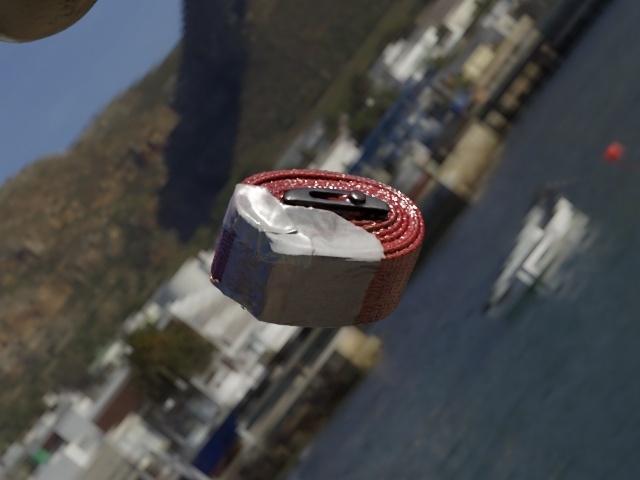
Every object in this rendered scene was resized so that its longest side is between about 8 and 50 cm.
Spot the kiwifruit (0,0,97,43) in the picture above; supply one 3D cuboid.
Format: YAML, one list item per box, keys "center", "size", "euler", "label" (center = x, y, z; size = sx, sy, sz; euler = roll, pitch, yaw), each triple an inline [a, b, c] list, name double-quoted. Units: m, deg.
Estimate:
- center: [-0.257, -0.274, 1.501]
  size: [0.196, 0.196, 0.234]
  euler: [-51, -11, -44]
  label: "kiwifruit"

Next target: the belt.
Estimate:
- center: [0.000, 0.000, 1.714]
  size: [0.128, 0.201, 0.124]
  euler: [-107, 28, -44]
  label: "belt"
